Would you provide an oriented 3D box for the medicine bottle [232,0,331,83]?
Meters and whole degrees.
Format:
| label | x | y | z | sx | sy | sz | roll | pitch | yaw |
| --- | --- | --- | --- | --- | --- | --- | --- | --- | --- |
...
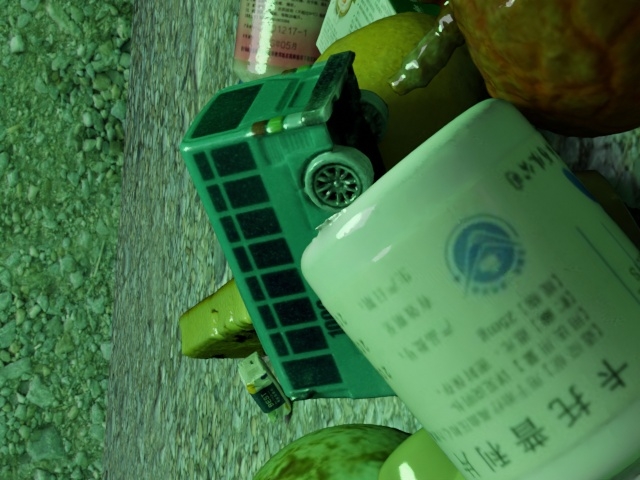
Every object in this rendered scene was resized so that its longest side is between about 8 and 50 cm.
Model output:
| label | x | y | z | sx | sy | sz | roll | pitch | yaw |
| --- | --- | --- | --- | --- | --- | --- | --- | --- | --- |
| medicine bottle | -0.034 | -0.322 | 1.328 | 0.147 | 0.147 | 0.247 | -148 | 64 | -67 |

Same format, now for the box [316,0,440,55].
| label | x | y | z | sx | sy | sz | roll | pitch | yaw |
| --- | --- | --- | --- | --- | --- | --- | --- | --- | --- |
| box | 0.070 | -0.226 | 1.127 | 0.199 | 0.081 | 0.135 | -113 | 35 | -47 |

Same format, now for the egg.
| label | x | y | z | sx | sy | sz | roll | pitch | yaw |
| --- | --- | --- | --- | --- | --- | --- | --- | --- | --- |
| egg | 0.031 | 0.283 | 0.908 | 0.289 | 0.238 | 0.238 | 165 | 108 | -72 |

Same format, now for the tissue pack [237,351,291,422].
| label | x | y | z | sx | sy | sz | roll | pitch | yaw |
| --- | --- | --- | --- | --- | --- | --- | --- | --- | --- |
| tissue pack | -0.079 | 0.208 | 1.429 | 0.083 | 0.042 | 0.062 | 59 | 175 | -32 |

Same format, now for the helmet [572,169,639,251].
| label | x | y | z | sx | sy | sz | roll | pitch | yaw |
| --- | --- | --- | --- | --- | --- | --- | --- | --- | --- |
| helmet | 0.157 | 0.048 | 0.783 | 0.198 | 0.130 | 0.224 | -104 | 27 | -47 |

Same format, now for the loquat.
| label | x | y | z | sx | sy | sz | roll | pitch | yaw |
| --- | --- | --- | --- | --- | --- | --- | --- | --- | --- |
| loquat | 0.079 | -0.099 | 0.908 | 0.208 | 0.208 | 0.208 | -176 | 90 | -69 |

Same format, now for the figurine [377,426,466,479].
| label | x | y | z | sx | sy | sz | roll | pitch | yaw |
| --- | --- | --- | --- | --- | --- | --- | --- | --- | --- |
| figurine | 0.133 | 0.248 | 0.703 | 0.180 | 0.154 | 0.262 | -34 | 68 | 24 |

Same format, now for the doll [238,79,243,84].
| label | x | y | z | sx | sy | sz | roll | pitch | yaw |
| --- | --- | --- | --- | --- | --- | --- | --- | --- | --- |
| doll | -0.108 | -0.273 | 1.630 | 0.099 | 0.058 | 0.142 | -95 | 12 | -86 |

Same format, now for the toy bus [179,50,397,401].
| label | x | y | z | sx | sy | sz | roll | pitch | yaw |
| --- | --- | --- | --- | --- | --- | --- | --- | --- | --- |
| toy bus | 0.000 | 0.000 | 0.791 | 0.128 | 0.147 | 0.256 | -69 | -35 | -56 |

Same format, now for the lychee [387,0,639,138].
| label | x | y | z | sx | sy | sz | roll | pitch | yaw |
| --- | --- | --- | --- | --- | --- | --- | --- | --- | --- |
| lychee | 0.166 | -0.190 | 0.644 | 0.300 | 0.255 | 0.255 | -22 | 63 | 38 |

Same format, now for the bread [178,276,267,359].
| label | x | y | z | sx | sy | sz | roll | pitch | yaw |
| --- | --- | --- | --- | --- | --- | --- | --- | --- | --- |
| bread | -0.084 | 0.103 | 1.377 | 0.361 | 0.138 | 0.077 | 146 | 123 | -64 |

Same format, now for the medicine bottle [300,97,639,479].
| label | x | y | z | sx | sy | sz | roll | pitch | yaw |
| --- | --- | --- | --- | --- | --- | --- | --- | --- | --- |
| medicine bottle | 0.136 | 0.072 | 0.612 | 0.293 | 0.170 | 0.170 | 51 | 151 | 2 |
